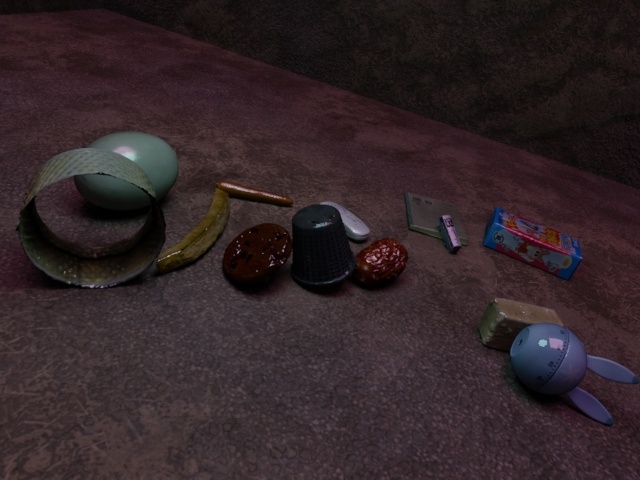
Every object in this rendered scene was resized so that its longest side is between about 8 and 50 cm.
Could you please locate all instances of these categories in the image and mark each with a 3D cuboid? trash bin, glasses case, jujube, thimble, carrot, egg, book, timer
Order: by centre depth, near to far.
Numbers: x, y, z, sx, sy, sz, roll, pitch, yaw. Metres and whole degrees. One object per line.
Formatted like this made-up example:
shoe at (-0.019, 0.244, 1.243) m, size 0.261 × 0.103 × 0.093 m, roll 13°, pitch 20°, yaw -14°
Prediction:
thimble at (-0.469, -0.050, 0.992) m, size 0.270 × 0.271 × 0.150 m, roll -1°, pitch 32°, yaw -26°
timer at (0.554, 0.287, 1.076) m, size 0.255 × 0.175 × 0.175 m, roll 27°, pitch 29°, yaw -16°
trash bin at (0.000, 0.000, 1.186) m, size 0.175 × 0.161 × 0.175 m, roll -5°, pitch 32°, yaw 3°
egg at (-0.503, -0.184, 1.241) m, size 0.202 × 0.203 × 0.282 m, roll 31°, pitch 38°, yaw 22°
jujube at (0.159, 0.061, 1.277) m, size 0.176 × 0.109 × 0.112 m, roll -28°, pitch 16°, yaw -39°
glasses case at (0.071, -0.063, 1.472) m, size 0.076 × 0.049 × 0.197 m, roll -16°, pitch 44°, yaw -41°
carrot at (-0.204, -0.145, 1.479) m, size 0.247 × 0.043 × 0.043 m, roll 11°, pitch 32°, yaw -12°
book at (0.410, -0.089, 1.699) m, size 0.214 × 0.025 × 0.283 m, roll 15°, pitch 31°, yaw -1°

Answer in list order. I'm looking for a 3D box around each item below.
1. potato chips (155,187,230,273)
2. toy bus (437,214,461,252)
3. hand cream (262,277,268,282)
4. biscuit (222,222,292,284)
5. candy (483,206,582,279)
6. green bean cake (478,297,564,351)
potato chips at (-0.305, -0.030, 1.235) m, size 0.080 × 0.057 × 0.407 m, roll 6°, pitch 31°, yaw 7°
toy bus at (0.421, -0.024, 1.543) m, size 0.036 × 0.052 × 0.131 m, roll -6°, pitch 60°, yaw -10°
hand cream at (-0.135, 0.073, 1.193) m, size 0.035 × 0.022 × 0.102 m, roll 20°, pitch 37°, yaw 4°
biscuit at (-0.155, 0.032, 1.152) m, size 0.191 × 0.049 × 0.192 m, roll -16°, pitch 37°, yaw 12°
candy at (0.731, 0.005, 1.634) m, size 0.305 × 0.100 × 0.157 m, roll 25°, pitch 32°, yaw 11°
green bean cake at (0.498, 0.218, 1.178) m, size 0.179 × 0.109 × 0.085 m, roll 14°, pitch 31°, yaw -6°
